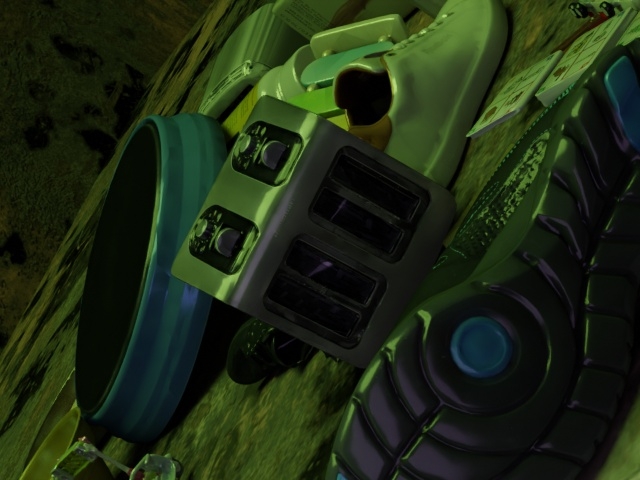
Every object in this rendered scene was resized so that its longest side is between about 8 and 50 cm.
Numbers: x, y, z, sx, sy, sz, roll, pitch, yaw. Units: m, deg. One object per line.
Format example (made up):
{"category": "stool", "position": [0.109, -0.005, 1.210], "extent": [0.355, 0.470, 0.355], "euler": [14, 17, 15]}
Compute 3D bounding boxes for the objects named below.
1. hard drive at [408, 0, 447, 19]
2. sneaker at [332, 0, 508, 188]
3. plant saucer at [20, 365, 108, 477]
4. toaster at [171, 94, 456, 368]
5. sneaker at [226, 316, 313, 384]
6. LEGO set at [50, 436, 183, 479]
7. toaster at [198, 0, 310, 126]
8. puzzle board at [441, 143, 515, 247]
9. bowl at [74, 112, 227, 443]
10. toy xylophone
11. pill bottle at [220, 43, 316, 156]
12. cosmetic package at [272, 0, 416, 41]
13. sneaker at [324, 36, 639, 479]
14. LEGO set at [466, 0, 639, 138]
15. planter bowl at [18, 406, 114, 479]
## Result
{"category": "hard drive", "position": [0.064, -0.395, 1.638], "extent": [0.203, 0.307, 0.040], "euler": [-57, 14, 2]}
{"category": "sneaker", "position": [0.086, -0.156, 1.420], "extent": [0.106, 0.123, 0.290], "euler": [-47, 15, 44]}
{"category": "plant saucer", "position": [-0.304, 0.205, 2.127], "extent": [0.310, 0.050, 0.310], "euler": [-52, 15, 20]}
{"category": "toaster", "position": [0.000, 0.000, 1.253], "extent": [0.168, 0.185, 0.110], "euler": [-62, 27, -1]}
{"category": "sneaker", "position": [-0.037, 0.089, 1.438], "extent": [0.170, 0.051, 0.089], "euler": [-47, 12, 26]}
{"category": "LEGO set", "position": [-0.247, 0.297, 1.583], "extent": [0.287, 0.107, 0.132], "euler": [-51, 15, 24]}
{"category": "toaster", "position": [-0.071, -0.216, 2.112], "extent": [0.227, 0.129, 0.146], "euler": [-38, 26, 48]}
{"category": "puzzle board", "position": [0.136, -0.023, 1.172], "extent": [0.096, 0.011, 0.128], "euler": [-55, 14, 4]}
{"category": "bowl", "position": [-0.205, 0.038, 1.823], "extent": [0.391, 0.077, 0.391], "euler": [-168, 90, -72]}
{"category": "toy xylophone", "position": [-0.017, -0.075, 1.534], "extent": [0.236, 0.081, 0.323], "euler": [-16, 39, 30]}
{"category": "pill bottle", "position": [-0.042, -0.126, 1.806], "extent": [0.208, 0.119, 0.119], "euler": [-45, 18, 44]}
{"category": "cosmetic package", "position": [0.078, -0.350, 1.880], "extent": [0.296, 0.129, 0.153], "euler": [-35, 24, 59]}
{"category": "sneaker", "position": [0.116, 0.044, 0.900], "extent": [0.341, 0.125, 0.139], "euler": [-52, 3, -18]}
{"category": "LEGO set", "position": [0.218, -0.152, 1.048], "extent": [0.182, 0.060, 0.244], "euler": [-29, 16, 46]}
{"category": "planter bowl", "position": [-0.290, 0.302, 1.760], "extent": [0.217, 0.090, 0.217], "euler": [-53, 14, 18]}
